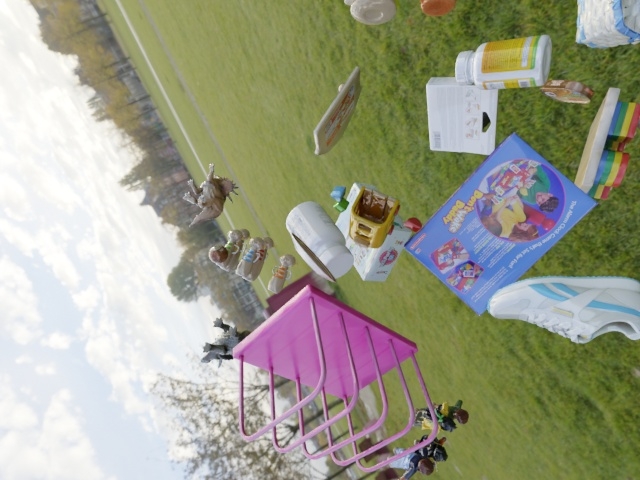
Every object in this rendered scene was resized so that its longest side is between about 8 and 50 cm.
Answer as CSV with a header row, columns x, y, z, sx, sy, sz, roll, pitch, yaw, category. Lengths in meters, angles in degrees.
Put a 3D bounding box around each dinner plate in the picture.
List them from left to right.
x,y,z,sx,sy,sz,roll,pitch,yaw,category
-0.018,0.039,0.858,0.141,0.017,0.141,48,-176,-5,dinner plate

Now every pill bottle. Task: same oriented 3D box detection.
x,y,z,sx,sy,sz,roll,pitch,yaw,category
0.000,0.000,1.195,0.229,0.131,0.131,55,167,39,pill bottle
0.545,-0.529,1.222,0.246,0.136,0.136,11,136,36,pill bottle

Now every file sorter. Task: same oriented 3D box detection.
x,y,z,sx,sy,sz,roll,pitch,yaw,category
0.029,0.253,0.689,0.291,0.202,0.182,33,-153,-32,file sorter

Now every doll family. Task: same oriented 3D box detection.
x,y,z,sx,sy,sz,roll,pitch,yaw,category
0.203,0.367,0.751,0.076,0.193,0.111,41,153,-11,doll family

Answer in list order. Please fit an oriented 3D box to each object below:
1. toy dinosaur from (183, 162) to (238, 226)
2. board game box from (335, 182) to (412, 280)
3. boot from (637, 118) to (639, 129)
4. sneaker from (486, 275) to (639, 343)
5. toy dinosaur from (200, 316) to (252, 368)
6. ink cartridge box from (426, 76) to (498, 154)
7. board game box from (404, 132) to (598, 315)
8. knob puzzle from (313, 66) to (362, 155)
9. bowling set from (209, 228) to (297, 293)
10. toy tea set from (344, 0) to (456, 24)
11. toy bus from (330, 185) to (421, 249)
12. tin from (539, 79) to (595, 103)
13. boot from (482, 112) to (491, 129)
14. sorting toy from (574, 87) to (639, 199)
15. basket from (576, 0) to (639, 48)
x,y,z,sx,sy,sz,roll,pitch,yaw,category
-0.429,-0.172,1.643,0.200,0.127,0.295,41,-132,-52,toy dinosaur
0.174,-0.035,1.459,0.224,0.098,0.303,-67,31,31,board game box
0.879,-0.302,1.090,0.118,0.042,0.087,57,-148,7,boot
0.395,0.115,0.661,0.087,0.229,0.092,54,-143,-52,sneaker
-0.214,0.292,1.125,0.160,0.314,0.121,44,-132,-54,toy dinosaur
0.553,-0.479,1.574,0.261,0.066,0.296,14,142,30,ink cartridge box
0.399,-0.034,0.938,0.233,0.347,0.078,43,-169,5,board game box
0.034,-0.282,0.935,0.030,0.213,0.213,31,162,9,knob puzzle
-0.224,0.030,1.228,0.287,0.154,0.200,19,166,29,bowling set
0.088,-0.485,0.687,0.200,0.336,0.124,0,85,53,toy tea set
0.115,-0.033,0.952,0.202,0.104,0.191,42,154,-28,toy bus
0.821,-0.497,1.352,0.106,0.040,0.189,25,-166,-20,tin
0.625,-0.541,1.814,0.207,0.246,0.094,50,-176,41,boot
0.774,-0.234,1.103,0.089,0.255,0.257,16,180,25,sorting toy
0.858,-0.665,1.082,0.289,0.201,0.254,-166,75,-69,basket
